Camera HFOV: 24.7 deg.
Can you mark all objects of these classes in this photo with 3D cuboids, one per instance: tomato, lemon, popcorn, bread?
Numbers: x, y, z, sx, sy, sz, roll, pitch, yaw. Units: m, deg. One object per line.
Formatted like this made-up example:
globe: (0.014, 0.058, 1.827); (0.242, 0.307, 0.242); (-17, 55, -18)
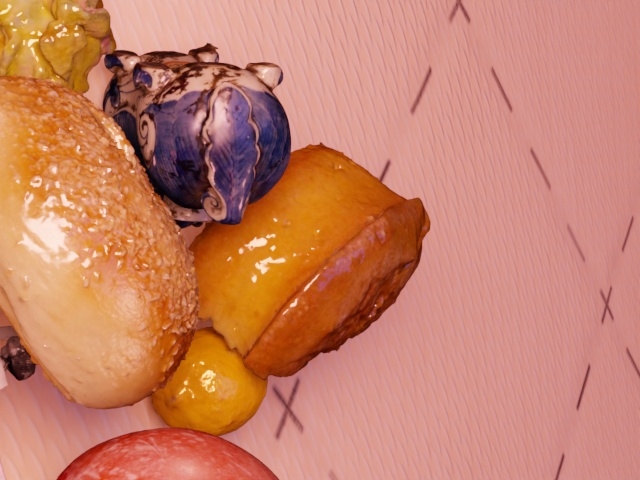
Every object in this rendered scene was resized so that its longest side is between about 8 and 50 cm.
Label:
tomato: (-0.119, 0.287, 1.251); (0.227, 0.270, 0.270); (-15, 106, -11)
lemon: (-0.112, 0.146, 1.520); (0.155, 0.114, 0.114); (-14, 100, -60)
popcorn: (-0.248, -0.195, 1.325); (0.125, 0.126, 0.145); (77, 8, -64)
bread: (-0.207, -0.008, 1.229); (0.305, 0.159, 0.305); (60, 1, -1)
bread: (0.000, 0.000, 1.563); (0.179, 0.194, 0.340); (-59, 164, 26)

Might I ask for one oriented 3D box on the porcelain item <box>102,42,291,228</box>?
porcelain item: (-0.128, -0.087, 1.387); (0.138, 0.288, 0.186); (-4, 103, -24)

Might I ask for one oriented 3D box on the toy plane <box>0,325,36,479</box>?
toy plane: (-0.297, 0.146, 1.226); (0.182, 0.107, 0.273); (-6, 91, -47)
